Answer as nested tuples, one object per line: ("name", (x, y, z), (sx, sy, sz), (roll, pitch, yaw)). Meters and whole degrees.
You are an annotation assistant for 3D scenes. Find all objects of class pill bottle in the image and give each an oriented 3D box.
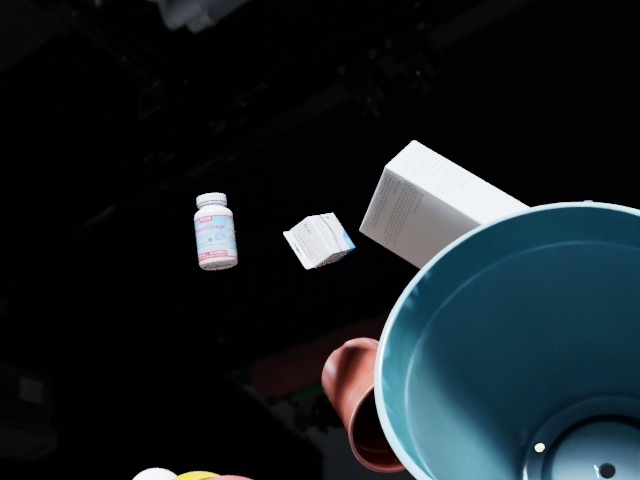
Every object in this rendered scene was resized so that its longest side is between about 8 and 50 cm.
("pill bottle", (-0.234, -0.019, 1.745), (0.087, 0.160, 0.087), (-8, -12, -2))

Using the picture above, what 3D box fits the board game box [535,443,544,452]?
("board game box", (0.364, 0.414, 1.321), (0.144, 0.142, 0.275), (19, -38, 15))

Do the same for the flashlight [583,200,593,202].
("flashlight", (0.485, 0.077, 1.358), (0.103, 0.304, 0.103), (-21, -30, 30))

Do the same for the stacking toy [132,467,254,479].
("stacking toy", (-0.221, 0.550, 1.502), (0.480, 0.351, 0.350), (17, -12, 46))

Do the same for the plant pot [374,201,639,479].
("plant pot", (0.218, 0.153, 0.662), (0.271, 0.272, 0.255), (-17, -46, 21))

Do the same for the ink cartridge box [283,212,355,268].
("ink cartridge box", (0.000, 0.000, 1.805), (0.060, 0.104, 0.180), (-36, -9, 23))

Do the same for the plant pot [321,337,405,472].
("plant pot", (0.141, 0.383, 1.952), (0.272, 0.265, 0.272), (-7, -70, -21))

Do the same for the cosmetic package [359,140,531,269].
("cosmetic package", (0.289, -0.024, 1.668), (0.365, 0.155, 0.197), (33, -49, 12))
